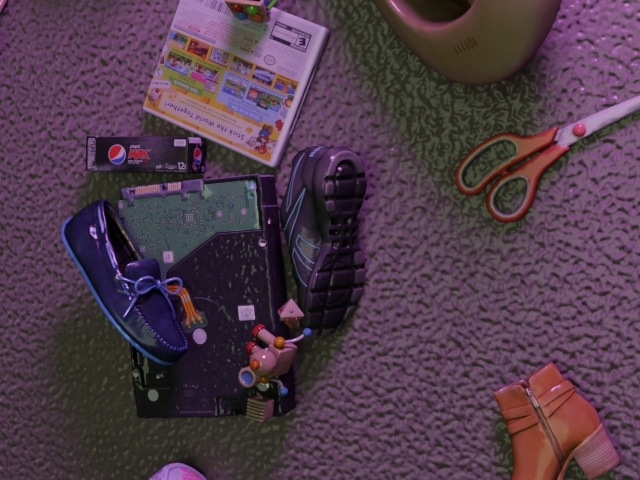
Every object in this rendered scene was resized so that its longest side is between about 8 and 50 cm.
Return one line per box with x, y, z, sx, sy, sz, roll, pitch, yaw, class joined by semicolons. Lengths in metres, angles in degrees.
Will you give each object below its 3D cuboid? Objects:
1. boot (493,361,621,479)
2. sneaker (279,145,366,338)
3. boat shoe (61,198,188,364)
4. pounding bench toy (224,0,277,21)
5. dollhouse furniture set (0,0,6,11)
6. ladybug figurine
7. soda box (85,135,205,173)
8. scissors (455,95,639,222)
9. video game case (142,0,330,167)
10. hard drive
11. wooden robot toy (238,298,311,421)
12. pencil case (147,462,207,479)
0.263;0.261;1.219;0.197;0.073;0.152;-34;83;6;boot
0.000;0.000;1.298;0.106;0.101;0.267;18;106;46;sneaker
-0.263;0.053;1.310;0.089;0.109;0.258;-42;81;14;boat shoe
-0.078;-0.330;1.286;0.083;0.052;0.065;10;80;14;pounding bench toy
-0.526;-0.438;1.373;0.135;0.262;0.259;13;66;17;dollhouse furniture set
0.152;-0.409;1.126;0.305;0.162;0.449;-13;103;59;ladybug figurine
-0.254;-0.125;1.383;0.169;0.060;0.053;3;96;19;soda box
0.305;-0.139;1.202;0.297;0.021;0.109;-40;78;19;scissors
-0.123;-0.240;1.348;0.227;0.026;0.206;25;101;16;video game case
-0.165;0.082;1.363;0.237;0.064;0.339;-5;92;20;hard drive
-0.078;0.161;1.257;0.076;0.079;0.173;28;107;23;wooden robot toy
-0.274;0.442;1.400;0.273;0.113;0.124;-40;90;18;pencil case
